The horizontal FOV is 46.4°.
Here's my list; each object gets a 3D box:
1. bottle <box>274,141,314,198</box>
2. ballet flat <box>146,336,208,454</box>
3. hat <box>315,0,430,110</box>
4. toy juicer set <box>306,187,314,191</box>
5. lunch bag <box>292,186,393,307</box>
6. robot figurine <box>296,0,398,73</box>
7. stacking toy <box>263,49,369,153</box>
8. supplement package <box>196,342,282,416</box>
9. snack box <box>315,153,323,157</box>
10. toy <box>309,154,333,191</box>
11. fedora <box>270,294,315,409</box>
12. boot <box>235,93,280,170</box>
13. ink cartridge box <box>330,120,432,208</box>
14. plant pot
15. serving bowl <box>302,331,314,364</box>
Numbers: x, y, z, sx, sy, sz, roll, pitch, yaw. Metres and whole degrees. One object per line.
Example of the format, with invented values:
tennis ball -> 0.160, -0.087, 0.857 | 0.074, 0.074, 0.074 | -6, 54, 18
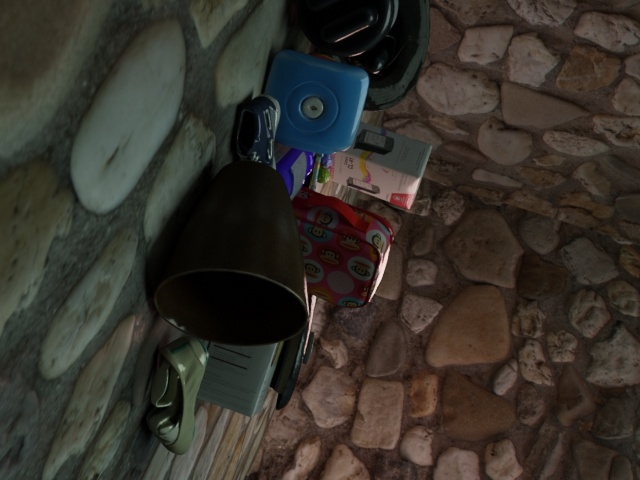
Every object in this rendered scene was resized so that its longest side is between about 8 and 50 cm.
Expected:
bottle -> -0.074, -0.135, 1.441 | 0.283, 0.092, 0.118 | -61, 169, -61
ballet flat -> -0.246, 0.265, 1.216 | 0.086, 0.086, 0.248 | -61, 166, -62
hat -> 0.095, -0.462, 1.666 | 0.134, 0.331, 0.331 | 33, -70, 56
toy juicer set -> -0.068, 0.001, 2.029 | 0.209, 0.089, 0.329 | -92, -173, -45
lunch bag -> 0.000, 0.000, 1.585 | 0.258, 0.293, 0.120 | 102, 13, -48
robot figurine -> 0.056, -0.428, 1.353 | 0.278, 0.173, 0.209 | -62, 168, -68
stacking toy -> -0.014, -0.294, 1.409 | 0.302, 0.175, 0.166 | -90, -165, -62
supplement package -> -0.156, 0.229, 1.576 | 0.139, 0.133, 0.244 | 61, 47, -82
snack box -> 0.029, -0.382, 1.809 | 0.187, 0.060, 0.322 | 82, 26, -77
toy -> 0.001, -0.187, 2.095 | 0.137, 0.056, 0.237 | -82, -172, -52
fedora -> -0.116, 0.226, 1.774 | 0.334, 0.152, 0.334 | -165, -90, -86
boot -> -0.115, -0.143, 1.235 | 0.086, 0.069, 0.190 | -48, 148, -58
ink cartridge box -> 0.169, -0.242, 2.320 | 0.226, 0.306, 0.131 | 93, 17, -67
plant pot -> -0.116, 0.004, 1.097 | 0.215, 0.215, 0.230 | 99, -4, -55
serving bowl -> -0.038, 0.263, 1.848 | 0.083, 0.027, 0.083 | -165, -90, -86
